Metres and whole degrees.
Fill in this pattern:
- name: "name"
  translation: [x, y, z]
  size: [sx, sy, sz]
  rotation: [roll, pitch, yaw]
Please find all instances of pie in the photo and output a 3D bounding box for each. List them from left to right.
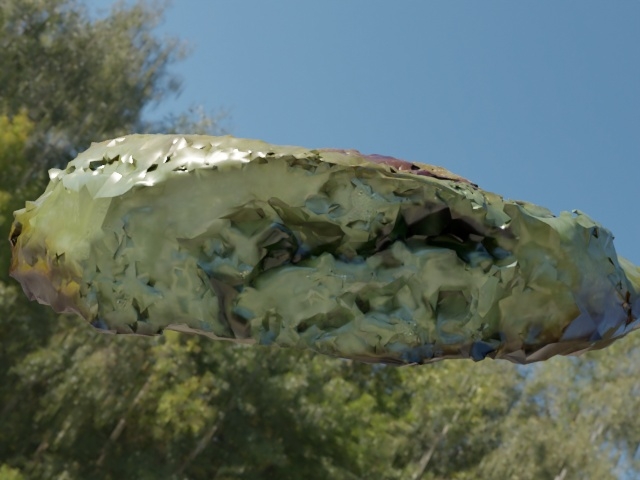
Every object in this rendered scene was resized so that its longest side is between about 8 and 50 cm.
- name: "pie"
  translation: [0.000, 0.000, 0.510]
  size: [0.354, 0.103, 0.288]
  rotation: [5, 6, 4]
